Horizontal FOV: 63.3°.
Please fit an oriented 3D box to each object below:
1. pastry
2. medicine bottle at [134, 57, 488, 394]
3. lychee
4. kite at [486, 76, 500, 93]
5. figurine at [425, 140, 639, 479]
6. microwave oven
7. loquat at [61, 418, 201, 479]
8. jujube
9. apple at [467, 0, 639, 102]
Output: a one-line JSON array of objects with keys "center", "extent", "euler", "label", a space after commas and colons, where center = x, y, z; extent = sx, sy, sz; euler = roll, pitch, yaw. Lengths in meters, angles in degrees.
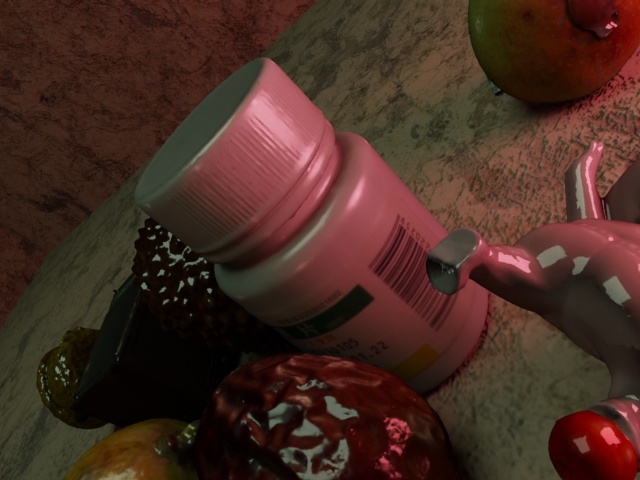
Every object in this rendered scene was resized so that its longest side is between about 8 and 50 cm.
[{"center": [-0.427, 0.256, 0.970], "extent": [0.103, 0.189, 0.188], "euler": [-37, 30, 15], "label": "pastry"}, {"center": [0.000, 0.000, 0.539], "extent": [0.208, 0.340, 0.208], "euler": [-35, 30, 24], "label": "medicine bottle"}, {"center": [-0.123, 0.032, 0.752], "extent": [0.276, 0.276, 0.304], "euler": [-46, 47, 3], "label": "lychee"}, {"center": [0.359, -0.310, 0.776], "extent": [0.245, 0.015, 0.141], "euler": [-26, 36, 41], "label": "kite"}, {"center": [0.219, 0.035, 0.353], "extent": [0.288, 0.186, 0.176], "euler": [-21, 29, -27], "label": "figurine"}, {"center": [-0.258, 0.173, 0.850], "extent": [0.178, 0.188, 0.247], "euler": [-38, 33, 29], "label": "microwave oven"}, {"center": [-0.182, 0.289, 0.564], "extent": [0.246, 0.213, 0.213], "euler": [-64, 24, 17], "label": "loquat"}, {"center": [0.000, 0.194, 0.462], "extent": [0.243, 0.183, 0.183], "euler": [10, 60, 34], "label": "jujube"}, {"center": [0.285, -0.278, 0.652], "extent": [0.207, 0.188, 0.173], "euler": [-10, 46, 50], "label": "apple"}]
